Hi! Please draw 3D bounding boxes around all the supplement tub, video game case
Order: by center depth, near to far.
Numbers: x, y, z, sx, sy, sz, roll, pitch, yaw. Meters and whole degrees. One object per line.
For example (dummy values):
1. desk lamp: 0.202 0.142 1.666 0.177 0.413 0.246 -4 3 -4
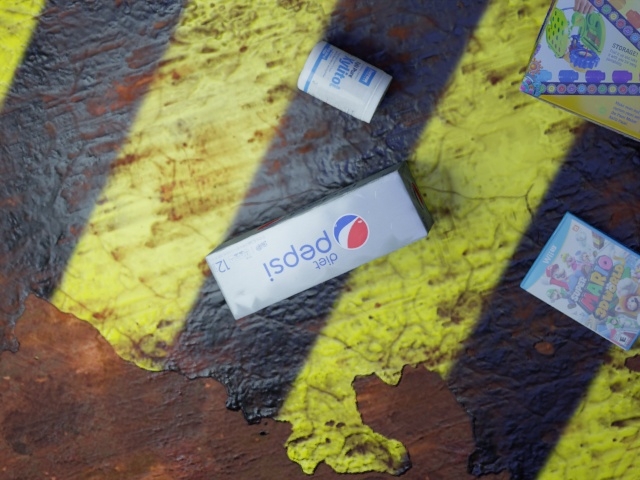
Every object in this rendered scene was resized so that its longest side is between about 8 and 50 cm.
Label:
1. supplement tub: 0.031 -0.205 1.983 0.107 0.071 0.071 26 105 2
2. video game case: 0.363 0.054 2.019 0.166 0.015 0.119 31 106 1

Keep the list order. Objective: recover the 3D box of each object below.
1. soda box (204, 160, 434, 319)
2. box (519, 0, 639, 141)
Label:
1. soda box: 0.000 0.000 2.024 0.286 0.091 0.098 -25 97 13
2. box: 0.370 -0.285 1.797 0.177 0.290 0.279 23 105 4
